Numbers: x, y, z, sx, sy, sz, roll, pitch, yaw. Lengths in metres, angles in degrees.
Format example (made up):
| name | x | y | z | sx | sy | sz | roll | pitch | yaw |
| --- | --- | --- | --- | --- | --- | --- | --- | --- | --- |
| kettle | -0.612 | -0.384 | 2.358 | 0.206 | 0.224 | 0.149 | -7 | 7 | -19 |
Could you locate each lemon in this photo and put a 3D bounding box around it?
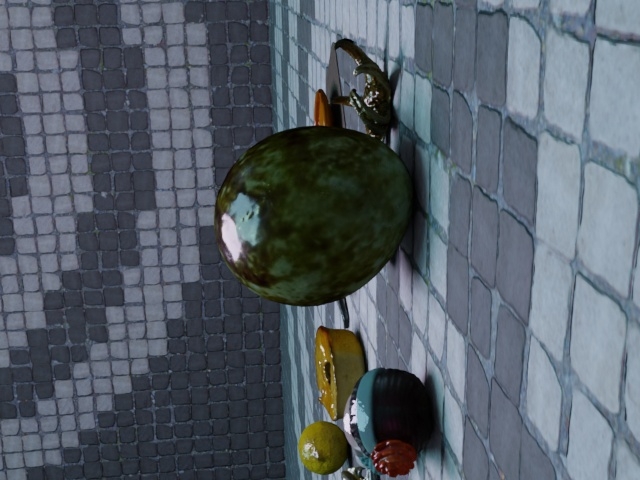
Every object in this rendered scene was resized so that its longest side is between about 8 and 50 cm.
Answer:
| name | x | y | z | sx | sy | sz | roll | pitch | yaw |
| --- | --- | --- | --- | --- | --- | --- | --- | --- | --- |
| lemon | 0.006 | 0.441 | 1.859 | 0.133 | 0.109 | 0.109 | -87 | -4 | -75 |

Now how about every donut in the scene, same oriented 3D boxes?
| name | x | y | z | sx | sy | sz | roll | pitch | yaw |
| --- | --- | --- | --- | --- | --- | --- | --- | --- | --- |
| donut | 0.041 | 0.246 | 1.628 | 0.190 | 0.075 | 0.174 | -161 | 69 | -78 |

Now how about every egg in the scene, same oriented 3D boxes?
| name | x | y | z | sx | sy | sz | roll | pitch | yaw |
| --- | --- | --- | --- | --- | --- | --- | --- | --- | --- |
| egg | -0.008 | -0.036 | 1.146 | 0.289 | 0.238 | 0.238 | -25 | 64 | 47 |

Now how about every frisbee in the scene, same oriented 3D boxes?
| name | x | y | z | sx | sy | sz | roll | pitch | yaw |
| --- | --- | --- | --- | --- | --- | --- | --- | --- | --- |
| frisbee | 0.013 | -0.210 | 1.761 | 0.192 | 0.035 | 0.192 | 177 | 90 | -84 |

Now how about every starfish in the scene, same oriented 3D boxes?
| name | x | y | z | sx | sy | sz | roll | pitch | yaw |
| --- | --- | --- | --- | --- | --- | --- | --- | --- | --- |
| starfish | 0.060 | -0.208 | 1.229 | 0.190 | 0.074 | 0.146 | 102 | 162 | -66 |

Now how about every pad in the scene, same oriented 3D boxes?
| name | x | y | z | sx | sy | sz | roll | pitch | yaw |
| --- | --- | --- | --- | --- | --- | --- | --- | --- | --- |
| pad | 0.032 | -0.251 | 1.754 | 0.176 | 0.002 | 0.266 | 102 | 164 | -65 |

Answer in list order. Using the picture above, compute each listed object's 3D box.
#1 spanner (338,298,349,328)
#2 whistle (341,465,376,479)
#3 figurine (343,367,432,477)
| name | x | y | z | sx | sy | sz | roll | pitch | yaw |
| --- | --- | --- | --- | --- | --- | --- | --- | --- | --- |
| spanner | 0.026 | 0.058 | 1.859 | 0.093 | 0.026 | 0.325 | 92 | 171 | -45 |
| whistle | 0.086 | 0.542 | 1.460 | 0.068 | 0.057 | 0.326 | -23 | 63 | 35 |
| figurine | 0.085 | 0.252 | 1.142 | 0.245 | 0.110 | 0.138 | 95 | 160 | -67 |
